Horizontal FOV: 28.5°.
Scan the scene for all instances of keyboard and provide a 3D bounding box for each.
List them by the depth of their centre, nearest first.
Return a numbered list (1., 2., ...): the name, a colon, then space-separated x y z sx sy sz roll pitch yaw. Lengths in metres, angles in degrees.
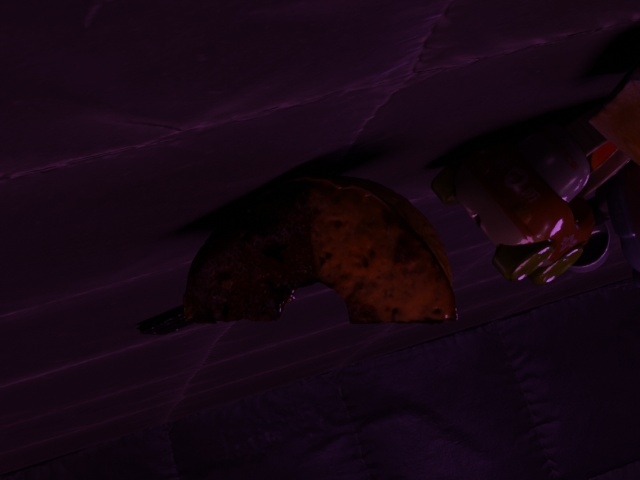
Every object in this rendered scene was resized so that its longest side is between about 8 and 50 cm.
1. keyboard: -0.133 0.083 1.757 0.251 0.017 0.087 -23 168 19

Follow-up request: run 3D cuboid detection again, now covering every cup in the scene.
1. cup: 0.409 -0.011 2.068 0.099 0.136 0.133 -54 165 4

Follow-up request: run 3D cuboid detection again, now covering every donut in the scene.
1. donut: 0.000 0.000 1.269 0.295 0.151 0.112 -3 -167 22

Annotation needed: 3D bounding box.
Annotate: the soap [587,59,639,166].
1. soap: 0.395 -0.072 1.181 0.089 0.274 0.173 -50 175 -10

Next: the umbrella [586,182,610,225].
1. umbrella: 0.493 -0.094 1.786 0.067 0.073 0.337 10 156 -29

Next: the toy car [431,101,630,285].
1. toy car: 0.262 -0.072 1.402 0.235 0.145 0.235 -33 161 -13

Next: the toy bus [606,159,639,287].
1. toy bus: 0.493 -0.065 1.500 0.294 0.197 0.232 -10 176 -32
